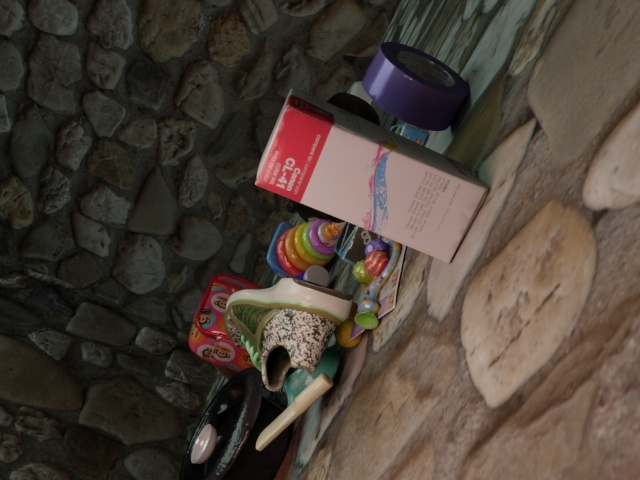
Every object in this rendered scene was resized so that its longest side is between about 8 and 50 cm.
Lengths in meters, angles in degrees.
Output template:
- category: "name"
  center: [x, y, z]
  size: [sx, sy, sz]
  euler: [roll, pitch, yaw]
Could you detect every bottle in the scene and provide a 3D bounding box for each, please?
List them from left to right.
- category: "bottle"
  center: [-0.052, 0.158, 1.996]
  size: [0.283, 0.092, 0.118]
  euler: [124, 167, -54]

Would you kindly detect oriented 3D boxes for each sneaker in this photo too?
- category: "sneaker"
  center: [-0.097, 0.190, 1.407]
  size: [0.410, 0.158, 0.182]
  euler: [-30, 40, 60]
- category: "sneaker"
  center: [-0.071, 0.330, 1.632]
  size: [0.166, 0.076, 0.065]
  euler: [124, 167, -53]

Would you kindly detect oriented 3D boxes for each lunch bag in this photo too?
- category: "lunch bag"
  center: [-0.156, 0.204, 1.819]
  size: [0.258, 0.293, 0.120]
  euler: [-77, 9, -55]

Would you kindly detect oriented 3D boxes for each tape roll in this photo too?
- category: "tape roll"
  center: [0.179, -0.292, 1.408]
  size: [0.080, 0.189, 0.189]
  euler: [-61, 9, 31]

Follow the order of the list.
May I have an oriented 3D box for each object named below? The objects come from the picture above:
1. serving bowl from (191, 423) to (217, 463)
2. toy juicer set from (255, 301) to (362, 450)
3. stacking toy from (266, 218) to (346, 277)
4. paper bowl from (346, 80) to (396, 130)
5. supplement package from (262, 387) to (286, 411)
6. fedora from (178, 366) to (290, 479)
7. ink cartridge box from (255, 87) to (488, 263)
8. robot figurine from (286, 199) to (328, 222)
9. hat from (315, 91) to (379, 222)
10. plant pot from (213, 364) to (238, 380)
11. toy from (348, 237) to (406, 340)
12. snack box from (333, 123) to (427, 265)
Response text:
- category: "serving bowl"
  center: [-0.232, 0.418, 1.522]
  size: [0.083, 0.027, 0.083]
  euler: [-53, 18, 26]
- category: "toy juicer set"
  center: [0.007, 0.242, 1.401]
  size: [0.209, 0.089, 0.329]
  euler: [-38, 19, 34]
- category: "stacking toy"
  center: [0.000, 0.000, 2.046]
  size: [0.302, 0.175, 0.166]
  euler: [-34, 30, 50]
- category: "paper bowl"
  center: [0.123, -0.353, 2.205]
  size: [0.284, 0.148, 0.284]
  euler: [-62, 8, 16]
- category: "supplement package"
  center: [-0.194, 0.478, 1.812]
  size: [0.139, 0.133, 0.244]
  euler: [-171, 105, -82]
- category: "fedora"
  center: [-0.170, 0.445, 1.614]
  size: [0.334, 0.152, 0.334]
  euler: [-53, 18, 26]
- category: "ink cartridge box"
  center: [0.069, -0.104, 1.124]
  size: [0.226, 0.306, 0.131]
  euler: [-90, 25, -74]
- category: "robot figurine"
  center: [0.022, -0.144, 2.113]
  size: [0.278, 0.173, 0.209]
  euler: [-49, 17, 60]
- category: "hat"
  center: [0.097, -0.202, 1.811]
  size: [0.134, 0.331, 0.331]
  euler: [6, 66, 41]
- category: "plant pot"
  center: [-0.200, 0.296, 2.310]
  size: [0.230, 0.215, 0.215]
  euler: [-46, 15, 24]
- category: "toy"
  center: [0.096, 0.055, 1.361]
  size: [0.137, 0.056, 0.237]
  euler: [-44, 23, 42]
- category: "snack box"
  center: [0.129, -0.102, 1.669]
  size: [0.187, 0.060, 0.322]
  euler: [-127, 61, -81]
